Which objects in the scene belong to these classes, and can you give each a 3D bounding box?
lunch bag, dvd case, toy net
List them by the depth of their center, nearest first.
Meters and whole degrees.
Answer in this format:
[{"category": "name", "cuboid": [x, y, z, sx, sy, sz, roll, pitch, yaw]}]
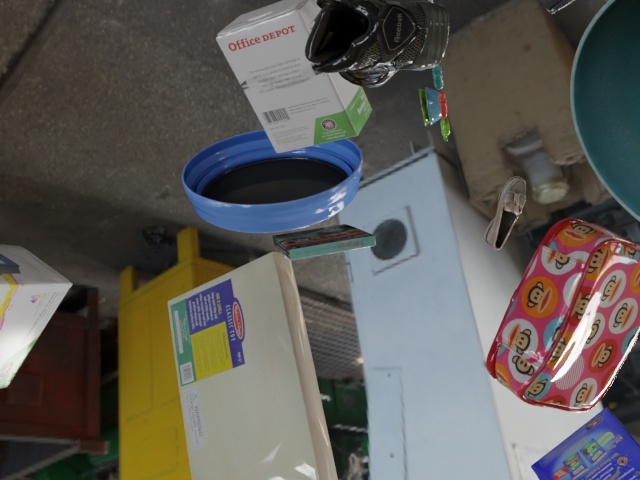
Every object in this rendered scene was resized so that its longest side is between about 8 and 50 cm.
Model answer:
[{"category": "dvd case", "cuboid": [0.000, 0.000, 0.748, 0.087, 0.013, 0.119, -10, -170, -12]}, {"category": "lunch bag", "cuboid": [0.419, 0.126, 1.138, 0.258, 0.120, 0.293, 17, 102, -35]}, {"category": "toy net", "cuboid": [0.182, -0.285, 1.211, 0.045, 0.122, 0.232, -7, 129, 11]}]

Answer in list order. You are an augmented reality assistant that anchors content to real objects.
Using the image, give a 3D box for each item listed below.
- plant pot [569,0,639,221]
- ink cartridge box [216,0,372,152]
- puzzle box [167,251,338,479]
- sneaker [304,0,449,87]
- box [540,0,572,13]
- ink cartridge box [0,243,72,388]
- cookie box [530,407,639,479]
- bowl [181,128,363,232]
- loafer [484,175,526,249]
[{"category": "plant pot", "cuboid": [0.413, -0.148, 0.662, 0.195, 0.290, 0.290, -35, 163, -25]}, {"category": "ink cartridge box", "cuboid": [-0.038, -0.262, 1.135, 0.160, 0.093, 0.219, -7, 125, 32]}, {"category": "puzzle box", "cuboid": [-0.125, 0.252, 1.214, 0.272, 0.409, 0.052, -24, 158, 32]}, {"category": "sneaker", "cuboid": [0.035, -0.218, 0.784, 0.130, 0.087, 0.227, 4, -172, -17]}, {"category": "box", "cuboid": [0.297, -0.525, 0.862, 0.395, 0.097, 0.318, 47, 142, -12]}, {"category": "ink cartridge box", "cuboid": [-0.383, 0.085, 0.758, 0.154, 0.093, 0.212, -57, 169, 1]}, {"category": "cookie box", "cuboid": [0.250, 0.217, 0.625, 0.092, 0.107, 0.040, -42, 121, 10]}, {"category": "bowl", "cuboid": [-0.101, -0.137, 1.564, 0.391, 0.391, 0.077, -7, 121, -3]}, {"category": "loafer", "cuboid": [0.310, -0.042, 1.184, 0.045, 0.039, 0.125, 15, 110, -12]}]
